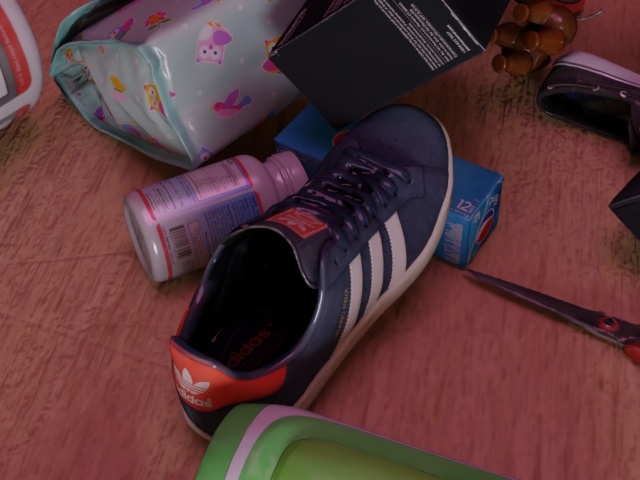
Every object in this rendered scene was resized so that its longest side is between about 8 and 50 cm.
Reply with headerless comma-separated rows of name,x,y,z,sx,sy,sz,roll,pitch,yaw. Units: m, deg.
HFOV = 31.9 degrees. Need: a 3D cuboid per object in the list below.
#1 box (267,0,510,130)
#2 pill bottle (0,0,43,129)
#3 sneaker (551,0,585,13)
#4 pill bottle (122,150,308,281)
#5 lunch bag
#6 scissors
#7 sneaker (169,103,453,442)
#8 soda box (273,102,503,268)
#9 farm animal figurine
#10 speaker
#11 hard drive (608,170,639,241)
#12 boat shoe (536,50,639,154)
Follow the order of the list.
box,0.090,-0.242,1.009,0.184,0.103,0.261,-21,30,44
pill bottle,-0.460,-0.127,1.040,0.210,0.210,0.363,31,54,28
sneaker,0.256,-0.329,1.316,0.061,0.065,0.158,-28,52,-23
pill bottle,-0.091,-0.027,1.018,0.160,0.087,0.087,-20,49,-17
lunch bag,-0.134,-0.198,1.135,0.223,0.160,0.262,-35,30,-24
scissors,0.268,0.077,0.959,0.109,0.021,0.297,-38,55,-27
sneaker,0.000,0.000,0.900,0.131,0.148,0.350,20,63,24
soda box,0.062,-0.055,1.055,0.210,0.067,0.071,25,52,22
farm animal figurine,0.204,-0.342,1.200,0.172,0.326,0.330,-10,47,-40
speaker,0.065,0.207,0.763,0.297,0.131,0.131,16,48,16
hard drive,0.401,-0.052,0.996,0.255,0.054,0.172,-36,78,-18
boat shoe,0.318,-0.119,1.107,0.228,0.080,0.076,29,64,25
